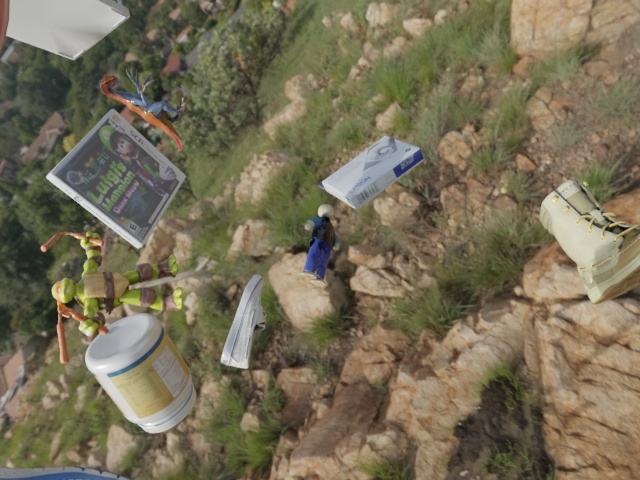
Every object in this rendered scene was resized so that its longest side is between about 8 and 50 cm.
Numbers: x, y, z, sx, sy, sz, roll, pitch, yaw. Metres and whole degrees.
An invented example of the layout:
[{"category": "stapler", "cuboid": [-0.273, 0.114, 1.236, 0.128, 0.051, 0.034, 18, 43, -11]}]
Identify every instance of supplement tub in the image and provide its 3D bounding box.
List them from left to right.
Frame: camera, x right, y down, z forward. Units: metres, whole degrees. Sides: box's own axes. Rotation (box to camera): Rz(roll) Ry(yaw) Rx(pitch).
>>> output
[{"category": "supplement tub", "cuboid": [-0.340, 0.259, 0.897, 0.144, 0.200, 0.144, -15, 28, 8]}]

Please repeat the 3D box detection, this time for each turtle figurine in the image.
[{"category": "turtle figurine", "cuboid": [-0.354, 0.092, 0.791, 0.270, 0.217, 0.087, 62, 141, 40]}]

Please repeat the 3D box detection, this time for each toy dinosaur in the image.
[{"category": "toy dinosaur", "cuboid": [-0.186, -0.143, 0.486, 0.047, 0.082, 0.090, -1, 93, 61]}]

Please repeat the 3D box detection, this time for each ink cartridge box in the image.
[{"category": "ink cartridge box", "cuboid": [0.119, -0.190, 1.205, 0.223, 0.045, 0.224, -37, 32, -9]}]

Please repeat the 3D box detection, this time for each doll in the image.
[{"category": "doll", "cuboid": [0.000, 0.000, 1.028, 0.046, 0.129, 0.189, -6, 58, 35]}]

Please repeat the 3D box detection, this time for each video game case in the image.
[{"category": "video game case", "cuboid": [-0.332, -0.108, 0.784, 0.022, 0.173, 0.191, -24, 35, 33]}]

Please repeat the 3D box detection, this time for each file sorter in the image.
[{"category": "file sorter", "cuboid": [-0.551, -0.504, 0.865, 0.192, 0.277, 0.173, -19, 81, 27]}]

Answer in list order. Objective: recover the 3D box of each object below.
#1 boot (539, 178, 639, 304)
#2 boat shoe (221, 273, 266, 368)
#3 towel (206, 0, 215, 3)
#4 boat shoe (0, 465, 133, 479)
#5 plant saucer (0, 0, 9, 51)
[{"category": "boot", "cuboid": [0.468, -0.027, 0.762, 0.095, 0.262, 0.204, -21, 63, -2]}, {"category": "boat shoe", "cuboid": [-0.193, 0.224, 1.289, 0.096, 0.088, 0.268, 104, -178, -57]}, {"category": "towel", "cuboid": [-0.100, -0.372, 0.236, 0.370, 0.271, 0.040, -59, -10, 31]}, {"category": "boat shoe", "cuboid": [-0.215, 0.206, 0.329, 0.066, 0.183, 0.066, -100, 30, -52]}, {"category": "plant saucer", "cuboid": [-0.364, -0.160, 0.262, 0.332, 0.332, 0.084, -46, 64, 11]}]
